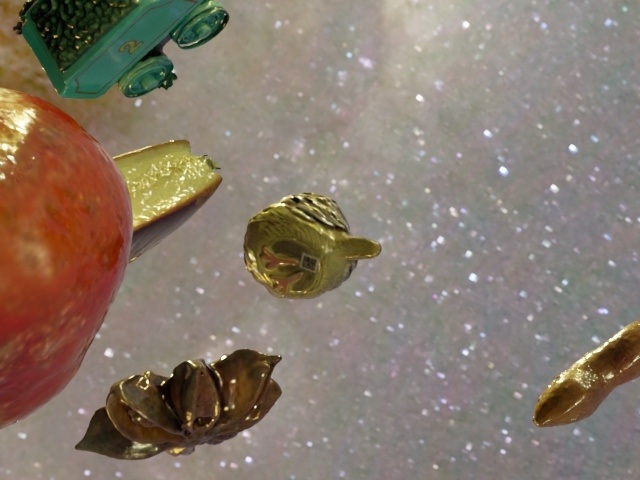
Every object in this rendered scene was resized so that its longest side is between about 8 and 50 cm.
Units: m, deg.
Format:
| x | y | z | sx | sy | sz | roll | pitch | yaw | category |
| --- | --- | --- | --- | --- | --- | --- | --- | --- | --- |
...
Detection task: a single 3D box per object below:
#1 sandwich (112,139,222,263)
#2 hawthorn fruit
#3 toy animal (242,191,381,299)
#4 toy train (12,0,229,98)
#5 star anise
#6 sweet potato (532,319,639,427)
| x | y | z | sx | sy | sz | roll | pitch | yaw | category |
| --- | --- | --- | --- | --- | --- | --- | --- | --- | --- |
| -0.241 | -0.045 | 1.285 | 0.128 | 0.122 | 0.236 | -37 | 175 | 38 | sandwich |
| -0.282 | 0.010 | 0.762 | 0.284 | 0.284 | 0.284 | -37 | -143 | 35 | hawthorn fruit |
| 0.000 | 0.000 | 0.883 | 0.137 | 0.098 | 0.098 | -10 | -127 | 26 | toy animal |
| -0.199 | -0.231 | 1.036 | 0.203 | 0.163 | 0.112 | -39 | -100 | 24 | toy train |
| -0.196 | 0.244 | 1.446 | 0.315 | 0.315 | 0.108 | -33 | -112 | 39 | star anise |
| 0.311 | 0.135 | 1.083 | 0.218 | 0.051 | 0.065 | -34 | -173 | -14 | sweet potato |
